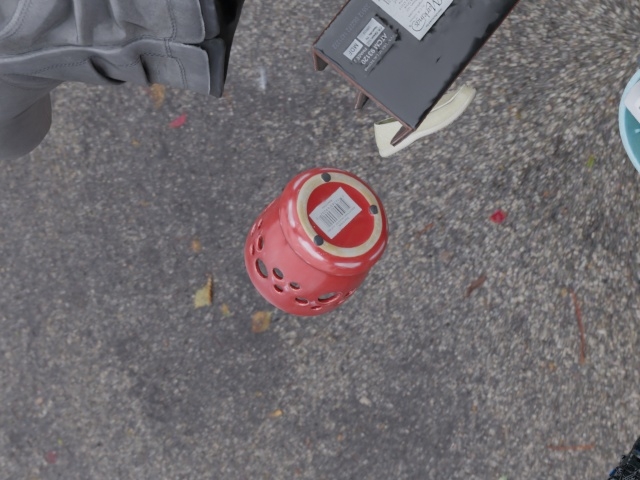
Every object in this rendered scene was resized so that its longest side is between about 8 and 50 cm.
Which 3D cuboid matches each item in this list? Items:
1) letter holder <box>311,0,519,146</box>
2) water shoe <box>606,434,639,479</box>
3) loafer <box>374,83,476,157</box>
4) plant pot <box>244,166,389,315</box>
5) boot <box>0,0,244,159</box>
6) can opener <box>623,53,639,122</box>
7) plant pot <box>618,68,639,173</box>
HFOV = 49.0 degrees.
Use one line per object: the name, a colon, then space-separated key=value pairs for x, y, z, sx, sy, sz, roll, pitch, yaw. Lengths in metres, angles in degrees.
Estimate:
letter holder: x=0.141 y=-0.286 z=0.881 sx=0.152 sy=0.214 sz=0.302 roll=39 pitch=91 yaw=0
water shoe: x=0.293 y=0.269 z=0.688 sx=0.080 sy=0.073 sz=0.203 roll=21 pitch=87 yaw=-10
loafer: x=0.230 y=-0.286 z=1.610 sx=0.268 sy=0.102 sz=0.092 roll=-30 pitch=103 yaw=27
plant pot: x=0.000 y=0.000 z=1.048 sx=0.191 sy=0.191 sz=0.174 roll=52 pitch=147 yaw=4
boot: x=-0.174 y=-0.133 z=0.522 sx=0.222 sy=0.338 sz=0.118 roll=6 pitch=77 yaw=-10
can opener: x=0.428 y=-0.102 z=0.766 sx=0.076 sy=0.095 sz=0.283 roll=-34 pitch=52 yaw=17
plant pot: x=0.841 y=-0.277 z=1.389 sx=0.341 sy=0.334 sz=0.341 roll=42 pitch=151 yaw=30
